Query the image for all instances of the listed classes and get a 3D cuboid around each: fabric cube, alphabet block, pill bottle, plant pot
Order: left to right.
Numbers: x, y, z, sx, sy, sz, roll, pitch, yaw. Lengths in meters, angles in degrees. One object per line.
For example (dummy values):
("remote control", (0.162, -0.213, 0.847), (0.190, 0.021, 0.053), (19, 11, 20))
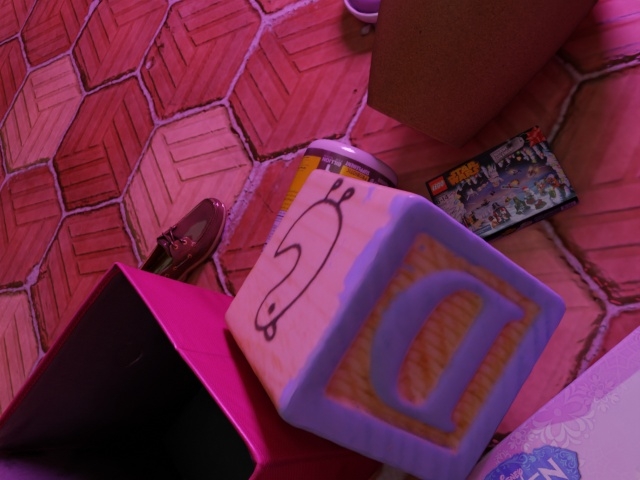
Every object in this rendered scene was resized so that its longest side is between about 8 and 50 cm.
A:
("fabric cube", (-0.129, 0.218, 0.558), (0.259, 0.258, 0.254), (42, 97, 33))
("pill bottle", (0.000, 0.000, 0.634), (0.117, 0.117, 0.215), (21, 86, 34))
("alphabet block", (0.054, 0.067, 0.493), (0.192, 0.193, 0.197), (-58, 25, -2))
("plant pot", (0.158, -0.236, 0.572), (0.237, 0.237, 0.254), (35, 108, 34))

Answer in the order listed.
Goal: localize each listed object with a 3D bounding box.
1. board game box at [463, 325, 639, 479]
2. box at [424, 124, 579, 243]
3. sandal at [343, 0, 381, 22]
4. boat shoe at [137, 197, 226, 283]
("board game box", (0.293, 0.227, 0.370), (0.319, 0.066, 0.318), (-47, 57, 13))
("box", (0.194, -0.053, 0.591), (0.137, 0.027, 0.094), (-27, 62, 21))
("sandal", (0.171, -0.471, 0.692), (0.416, 0.102, 0.169), (-44, 58, 12))
("boat shoe", (-0.205, 0.010, 0.786), (0.178, 0.060, 0.064), (-51, 57, 7))
